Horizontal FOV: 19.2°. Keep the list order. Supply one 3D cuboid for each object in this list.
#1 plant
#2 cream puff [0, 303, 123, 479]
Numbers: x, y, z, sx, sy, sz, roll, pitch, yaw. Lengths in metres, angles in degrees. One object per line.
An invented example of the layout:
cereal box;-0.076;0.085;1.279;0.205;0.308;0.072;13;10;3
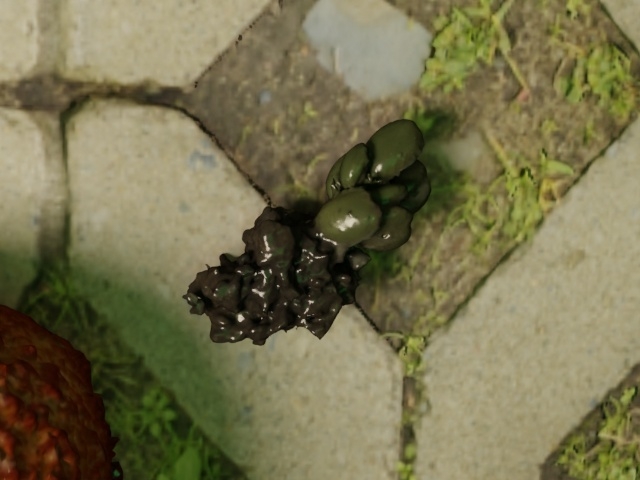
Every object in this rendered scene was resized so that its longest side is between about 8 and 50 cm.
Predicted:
plant;0.000;0.000;1.120;0.174;0.087;0.085;-41;144;-4
cream puff;-0.255;0.178;1.029;0.350;0.228;0.350;-3;106;-10
